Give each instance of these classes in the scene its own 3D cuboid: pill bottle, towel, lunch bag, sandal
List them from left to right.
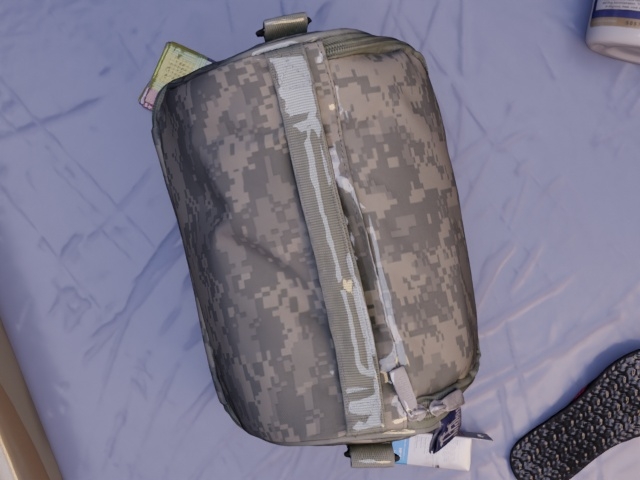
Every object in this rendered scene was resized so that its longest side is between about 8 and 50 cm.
[{"bbox_3d":[-0.102,-0.123,1.147,0.083,0.009,0.060,24,89,-1],"label":"towel"},{"bbox_3d":[0.000,0.000,1.019,0.212,0.256,0.305,-12,92,-2],"label":"lunch bag"},{"bbox_3d":[0.233,0.142,1.138,0.179,0.040,0.067,-34,84,14],"label":"sandal"},{"bbox_3d":[0.273,-0.229,1.108,0.094,0.094,0.169,12,90,0],"label":"pill bottle"}]

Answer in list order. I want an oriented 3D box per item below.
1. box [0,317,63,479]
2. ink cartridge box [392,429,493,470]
[{"bbox_3d":[-0.324,0.088,1.073,0.148,0.121,0.311,-21,96,2],"label":"box"},{"bbox_3d":[0.095,0.168,1.127,0.083,0.048,0.028,6,90,0],"label":"ink cartridge box"}]
